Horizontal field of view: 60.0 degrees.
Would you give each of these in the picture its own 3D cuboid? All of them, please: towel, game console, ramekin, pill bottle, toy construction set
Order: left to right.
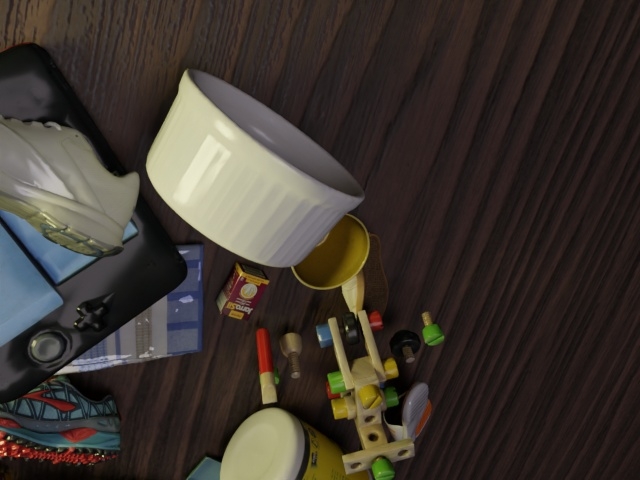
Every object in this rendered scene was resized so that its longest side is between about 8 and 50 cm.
[{"bbox_3d":[-0.404,-0.005,0.719,0.342,0.060,0.386,-35,118,-15],"label":"game console"},{"bbox_3d":[-0.325,0.106,0.863,0.285,0.034,0.209,-4,113,-23],"label":"towel"},{"bbox_3d":[-0.090,-0.089,0.734,0.277,0.277,0.135,29,107,-31],"label":"ramekin"},{"bbox_3d":[-0.017,0.476,1.073,0.188,0.188,0.334,-45,123,2],"label":"pill bottle"},{"bbox_3d":[0.042,0.273,0.947,0.309,0.237,0.257,9,132,-20],"label":"toy construction set"}]

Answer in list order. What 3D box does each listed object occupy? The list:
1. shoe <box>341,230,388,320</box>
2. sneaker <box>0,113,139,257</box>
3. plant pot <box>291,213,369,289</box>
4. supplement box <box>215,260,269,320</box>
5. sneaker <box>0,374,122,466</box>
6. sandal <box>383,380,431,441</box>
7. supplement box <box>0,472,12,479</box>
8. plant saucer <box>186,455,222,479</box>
[{"bbox_3d":[0.077,0.071,1.005,0.076,0.058,0.219,-28,127,-32],"label":"shoe"},{"bbox_3d":[-0.355,-0.092,0.660,0.297,0.111,0.129,35,61,-34],"label":"sneaker"},{"bbox_3d":[0.000,0.000,0.910,0.134,0.095,0.134,-9,116,-19],"label":"plant pot"},{"bbox_3d":[-0.131,0.085,0.926,0.055,0.043,0.083,20,105,-30],"label":"supplement box"},{"bbox_3d":[-0.432,0.266,0.848,0.104,0.125,0.262,-33,136,28],"label":"sneaker"},{"bbox_3d":[0.175,0.344,1.144,0.102,0.076,0.265,-47,149,-27],"label":"sandal"},{"bbox_3d":[-0.586,0.439,0.802,0.194,0.129,0.191,-29,152,-3],"label":"supplement box"},{"bbox_3d":[-0.175,0.484,1.111,0.192,0.018,0.067,38,96,-32],"label":"plant saucer"}]
